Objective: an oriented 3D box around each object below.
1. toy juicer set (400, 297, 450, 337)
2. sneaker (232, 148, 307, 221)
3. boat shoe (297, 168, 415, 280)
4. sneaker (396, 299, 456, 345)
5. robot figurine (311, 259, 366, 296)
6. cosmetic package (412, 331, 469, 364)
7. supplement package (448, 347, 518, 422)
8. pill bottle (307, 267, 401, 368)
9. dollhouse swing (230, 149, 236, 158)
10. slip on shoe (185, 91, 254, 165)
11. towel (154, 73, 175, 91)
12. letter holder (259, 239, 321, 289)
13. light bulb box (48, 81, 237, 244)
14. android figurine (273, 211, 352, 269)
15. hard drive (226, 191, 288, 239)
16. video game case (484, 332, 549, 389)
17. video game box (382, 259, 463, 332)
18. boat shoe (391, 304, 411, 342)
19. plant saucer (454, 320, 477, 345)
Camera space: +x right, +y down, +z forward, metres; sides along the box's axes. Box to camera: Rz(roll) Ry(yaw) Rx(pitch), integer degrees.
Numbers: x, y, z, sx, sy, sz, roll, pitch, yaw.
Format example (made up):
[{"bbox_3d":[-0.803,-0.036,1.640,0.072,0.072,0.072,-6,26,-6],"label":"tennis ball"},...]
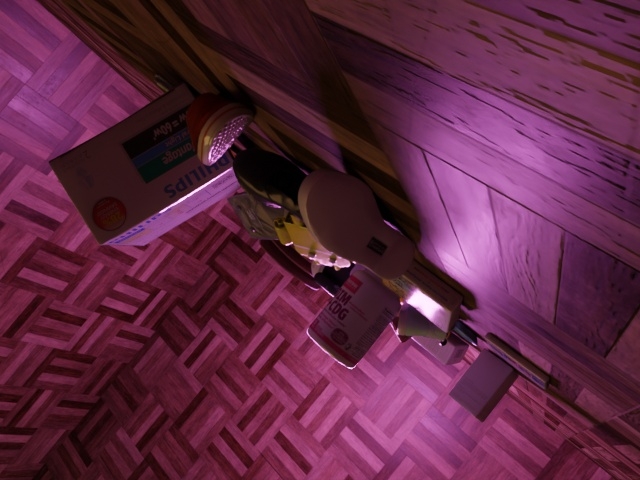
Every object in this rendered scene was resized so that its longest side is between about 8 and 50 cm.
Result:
[{"bbox_3d":[0.330,0.256,1.754,0.209,0.089,0.329,38,178,12],"label":"toy juicer set"},{"bbox_3d":[-0.037,-0.093,1.008,0.286,0.109,0.130,30,172,-6],"label":"sneaker"},{"bbox_3d":[0.044,-0.030,0.816,0.102,0.108,0.301,35,-177,39],"label":"boat shoe"},{"bbox_3d":[0.297,0.212,1.452,0.151,0.094,0.256,10,-165,11],"label":"sneaker"},{"bbox_3d":[0.096,0.118,1.709,0.278,0.173,0.209,37,175,25],"label":"robot figurine"},{"bbox_3d":[0.415,0.352,1.927,0.117,0.085,0.231,9,-160,-47],"label":"cosmetic package"},{"bbox_3d":[0.485,0.430,1.557,0.105,0.179,0.105,37,176,39],"label":"supplement package"},{"bbox_3d":[0.110,0.181,1.389,0.160,0.283,0.160,39,177,2],"label":"pill bottle"},{"bbox_3d":[-0.389,-0.219,1.759,0.304,0.315,0.347,61,171,-15],"label":"dollhouse swing"},{"bbox_3d":[-0.191,-0.207,0.928,0.101,0.123,0.331,44,-179,-16],"label":"slip on shoe"},{"bbox_3d":[-0.412,-0.410,1.460,0.113,0.023,0.152,41,177,-17],"label":"towel"},{"bbox_3d":[-0.047,0.038,1.898,0.302,0.214,0.152,40,177,-15],"label":"letter holder"},{"bbox_3d":[-0.398,-0.166,1.315,0.225,0.358,0.361,58,176,-1],"label":"light bulb box"},{"bbox_3d":[0.000,0.000,1.385,0.248,0.056,0.272,15,153,17],"label":"android figurine"},{"bbox_3d":[-0.140,-0.081,1.512,0.255,0.054,0.172,-1,129,41],"label":"hard drive"},{"bbox_3d":[0.454,0.279,1.210,0.157,0.019,0.143,39,177,31],"label":"video game case"},{"bbox_3d":[0.209,0.104,1.112,0.187,0.048,0.205,36,170,21],"label":"video game box"},{"bbox_3d":[0.226,0.226,1.928,0.342,0.123,0.123,50,-173,23],"label":"boat shoe"},{"bbox_3d":[0.396,0.249,1.470,0.119,0.021,0.119,40,178,2],"label":"plant saucer"}]
